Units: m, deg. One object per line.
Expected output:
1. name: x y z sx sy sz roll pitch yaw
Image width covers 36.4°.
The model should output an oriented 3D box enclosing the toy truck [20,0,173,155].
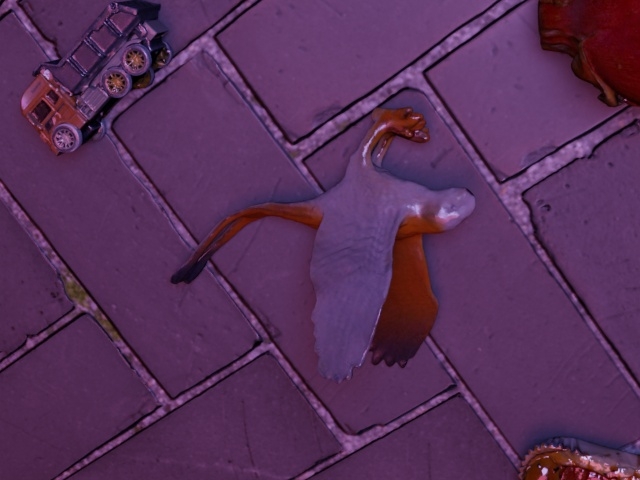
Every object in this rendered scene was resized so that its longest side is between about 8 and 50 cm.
1. toy truck: -0.246 -0.185 1.075 0.092 0.083 0.192 45 110 -5

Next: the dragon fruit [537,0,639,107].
1. dragon fruit: 0.353 -0.220 0.863 0.315 0.250 0.250 26 112 21

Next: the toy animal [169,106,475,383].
1. toy animal: 0.012 -0.020 1.077 0.284 0.225 0.302 30 99 23

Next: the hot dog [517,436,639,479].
1. hot dog: 0.349 0.296 1.111 0.252 0.069 0.131 17 111 8
